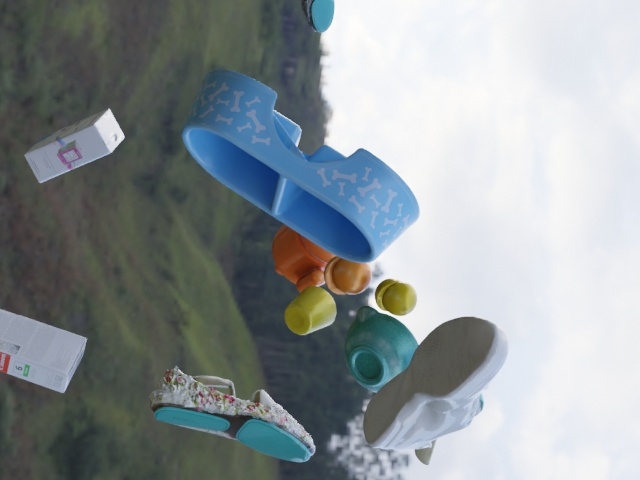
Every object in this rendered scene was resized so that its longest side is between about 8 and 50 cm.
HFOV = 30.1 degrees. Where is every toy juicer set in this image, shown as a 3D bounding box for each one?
[{"bbox_3d":[0.110,0.152,1.793,0.329,0.089,0.209,45,-53,12],"label":"toy juicer set"}]

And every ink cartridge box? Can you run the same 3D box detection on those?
[{"bbox_3d":[-0.362,-0.141,1.760,0.088,0.122,0.052,-78,146,-67],"label":"ink cartridge box"},{"bbox_3d":[-0.308,0.111,1.237,0.063,0.115,0.029,-74,-176,-55],"label":"ink cartridge box"}]

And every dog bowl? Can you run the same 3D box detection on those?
[{"bbox_3d":[-0.031,-0.078,1.366,0.074,0.297,0.166,-55,176,-20],"label":"dog bowl"}]

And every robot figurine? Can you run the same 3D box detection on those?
[{"bbox_3d":[0.000,-0.002,1.988,0.128,0.158,0.219,54,-34,2],"label":"robot figurine"}]

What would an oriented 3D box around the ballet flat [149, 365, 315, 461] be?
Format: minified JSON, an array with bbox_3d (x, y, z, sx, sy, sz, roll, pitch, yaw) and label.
[{"bbox_3d":[-0.113,0.230,1.618,0.091,0.241,0.077,-50,-155,48],"label":"ballet flat"}]

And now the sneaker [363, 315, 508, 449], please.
[{"bbox_3d":[0.132,0.146,1.173,0.212,0.094,0.080,-47,-146,44],"label":"sneaker"}]

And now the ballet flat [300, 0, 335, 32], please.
[{"bbox_3d":[-0.008,-0.268,1.247,0.114,0.041,0.041,82,0,-57],"label":"ballet flat"}]
